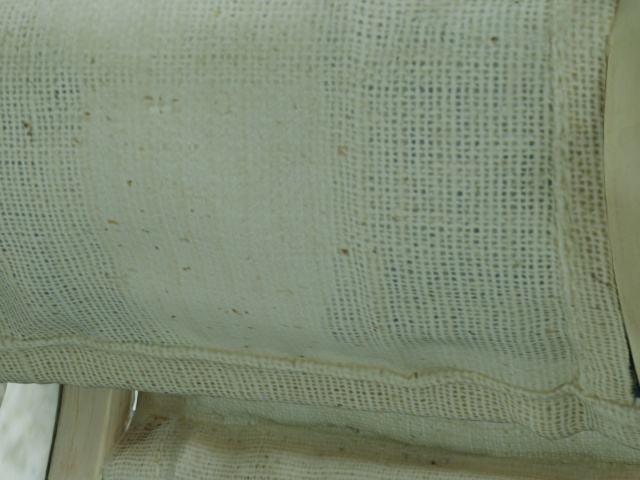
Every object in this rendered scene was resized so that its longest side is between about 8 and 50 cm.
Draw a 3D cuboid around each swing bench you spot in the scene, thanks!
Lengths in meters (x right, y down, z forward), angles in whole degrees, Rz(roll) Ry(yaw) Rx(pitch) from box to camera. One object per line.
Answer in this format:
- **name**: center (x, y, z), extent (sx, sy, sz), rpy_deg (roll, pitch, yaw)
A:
- **swing bench**: center (0.000, 0.000, 0.413), extent (0.254, 0.253, 0.165), rpy_deg (15, 79, -68)
